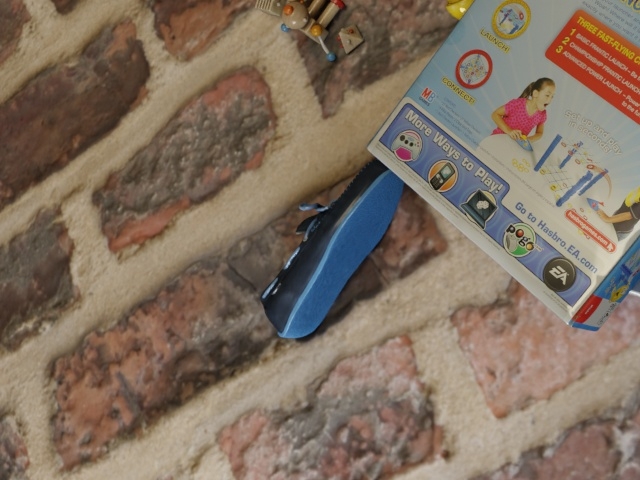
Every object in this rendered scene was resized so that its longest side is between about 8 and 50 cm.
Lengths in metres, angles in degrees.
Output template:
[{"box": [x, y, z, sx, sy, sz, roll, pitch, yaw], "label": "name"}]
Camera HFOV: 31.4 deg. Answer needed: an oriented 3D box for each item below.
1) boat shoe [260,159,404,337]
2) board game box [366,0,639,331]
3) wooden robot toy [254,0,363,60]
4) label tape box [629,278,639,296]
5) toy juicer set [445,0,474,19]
[{"box": [0.000, 0.000, 1.411, 0.089, 0.109, 0.258, 44, 103, 34], "label": "boat shoe"}, {"box": [0.249, -0.120, 1.153, 0.308, 0.086, 0.302, 45, 105, 30], "label": "board game box"}, {"box": [-0.025, -0.303, 1.496, 0.173, 0.079, 0.076, 37, 101, 31], "label": "wooden robot toy"}, {"box": [0.403, -0.047, 1.164, 0.348, 0.115, 0.249, 20, 92, 30], "label": "label tape box"}, {"box": [0.248, -0.318, 1.331, 0.209, 0.089, 0.329, 16, 98, 46], "label": "toy juicer set"}]
